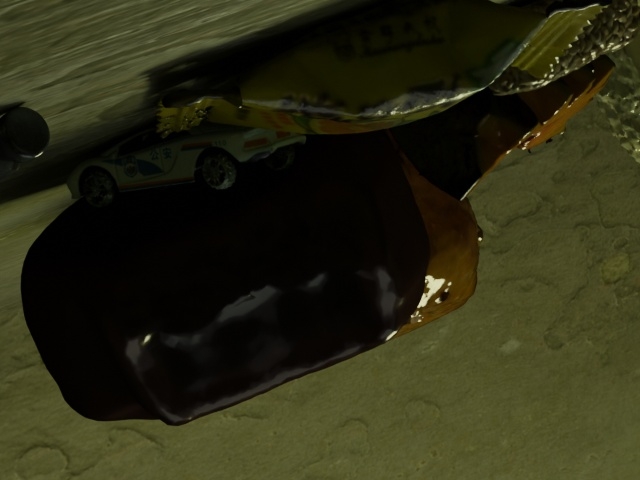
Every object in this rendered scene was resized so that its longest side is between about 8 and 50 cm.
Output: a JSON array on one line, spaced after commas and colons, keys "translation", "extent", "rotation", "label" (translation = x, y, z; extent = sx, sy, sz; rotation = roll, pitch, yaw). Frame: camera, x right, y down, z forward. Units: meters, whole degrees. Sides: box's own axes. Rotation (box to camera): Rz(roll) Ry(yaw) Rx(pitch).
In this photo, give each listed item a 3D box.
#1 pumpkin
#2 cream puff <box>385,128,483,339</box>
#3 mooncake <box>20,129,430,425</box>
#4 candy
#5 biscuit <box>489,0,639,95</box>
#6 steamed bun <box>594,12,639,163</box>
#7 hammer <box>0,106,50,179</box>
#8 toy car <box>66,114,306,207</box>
[{"translation": [0.158, -0.147, 1.736], "extent": [0.254, 0.149, 0.130], "rotation": [-30, 158, -56], "label": "pumpkin"}, {"translation": [0.000, 0.000, 1.919], "extent": [0.327, 0.231, 0.343], "rotation": [-27, 170, 17], "label": "cream puff"}, {"translation": [-0.061, 0.022, 1.550], "extent": [0.326, 0.174, 0.333], "rotation": [-35, -155, -31], "label": "mooncake"}, {"translation": [0.034, -0.116, 1.305], "extent": [0.297, 0.081, 0.187], "rotation": [-10, 177, -8], "label": "candy"}, {"translation": [0.204, -0.176, 1.637], "extent": [0.082, 0.070, 0.168], "rotation": [-13, -171, 46], "label": "biscuit"}, {"translation": [0.405, -0.150, 2.167], "extent": [0.200, 0.226, 0.170], "rotation": [-22, 179, -19], "label": "steamed bun"}, {"translation": [-0.305, -0.012, 1.098], "extent": [0.289, 0.037, 0.137], "rotation": [-20, 177, -39], "label": "hammer"}, {"translation": [-0.107, -0.064, 1.464], "extent": [0.204, 0.056, 0.095], "rotation": [-6, -171, 34], "label": "toy car"}]
